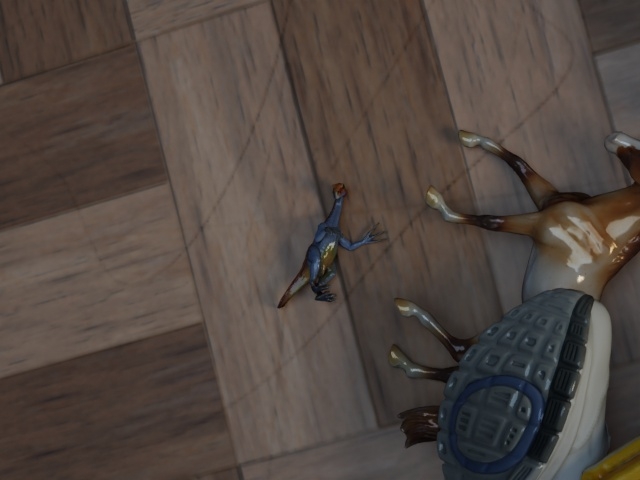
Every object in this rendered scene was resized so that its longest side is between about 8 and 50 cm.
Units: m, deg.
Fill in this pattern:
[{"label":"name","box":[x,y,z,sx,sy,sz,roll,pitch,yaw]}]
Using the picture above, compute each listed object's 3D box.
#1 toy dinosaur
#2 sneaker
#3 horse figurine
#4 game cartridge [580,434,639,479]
[{"label":"toy dinosaur","box":[0.000,0.000,1.458,0.090,0.047,0.082,-11,65,23]},{"label":"sneaker","box":[0.148,0.175,1.360,0.111,0.129,0.297,27,108,49]},{"label":"horse figurine","box":[0.145,0.036,1.407,0.174,0.066,0.263,18,89,19]},{"label":"game cartridge","box":[0.373,0.205,1.271,0.285,0.053,0.324,-35,101,18]}]
